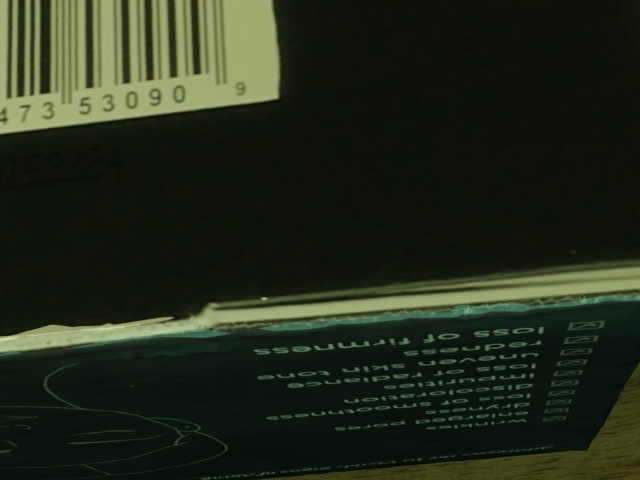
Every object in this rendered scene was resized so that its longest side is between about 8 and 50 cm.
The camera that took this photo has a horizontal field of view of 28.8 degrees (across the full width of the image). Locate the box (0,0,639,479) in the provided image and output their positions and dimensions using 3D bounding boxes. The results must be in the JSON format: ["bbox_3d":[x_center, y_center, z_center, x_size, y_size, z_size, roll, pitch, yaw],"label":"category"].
[{"bbox_3d":[-0.077,-0.025,0.716,0.479,0.298,0.472,-6,161,6],"label":"box"}]
